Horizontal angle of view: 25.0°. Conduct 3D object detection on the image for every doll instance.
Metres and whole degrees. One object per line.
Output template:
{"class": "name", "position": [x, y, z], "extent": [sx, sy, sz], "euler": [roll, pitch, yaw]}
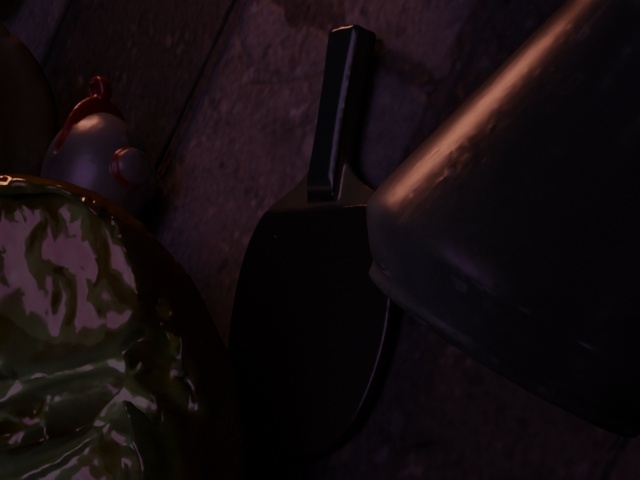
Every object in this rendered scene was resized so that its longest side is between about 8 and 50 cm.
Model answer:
{"class": "doll", "position": [-0.170, -0.001, 1.060], "extent": [0.142, 0.076, 0.245], "euler": [-7, 74, 49]}

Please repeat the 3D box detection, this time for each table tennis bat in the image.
{"class": "table tennis bat", "position": [0.000, 0.000, 0.893], "extent": [0.154, 0.021, 0.274], "euler": [-1, 77, 51]}

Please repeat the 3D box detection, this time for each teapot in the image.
{"class": "teapot", "position": [0.136, -0.047, 0.647], "extent": [0.225, 0.171, 0.203], "euler": [-59, 9, 6]}

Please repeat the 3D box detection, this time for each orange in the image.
{"class": "orange", "position": [-0.163, 0.129, 0.890], "extent": [0.263, 0.196, 0.334], "euler": [-32, 61, 35]}

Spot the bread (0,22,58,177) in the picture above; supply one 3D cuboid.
{"class": "bread", "position": [-0.341, -0.040, 1.160], "extent": [0.279, 0.225, 0.250], "euler": [-24, 59, 49]}
